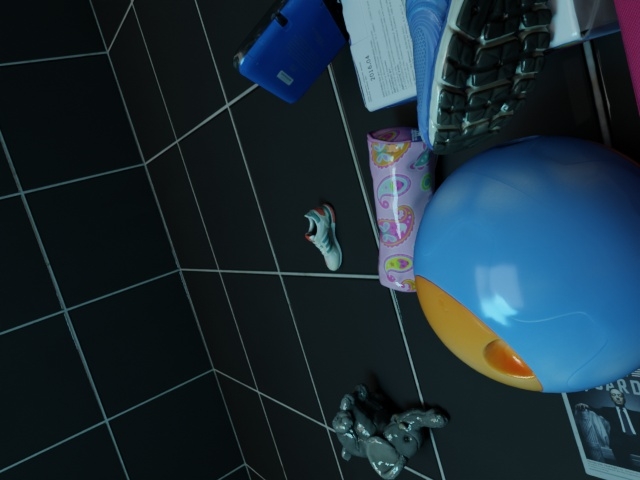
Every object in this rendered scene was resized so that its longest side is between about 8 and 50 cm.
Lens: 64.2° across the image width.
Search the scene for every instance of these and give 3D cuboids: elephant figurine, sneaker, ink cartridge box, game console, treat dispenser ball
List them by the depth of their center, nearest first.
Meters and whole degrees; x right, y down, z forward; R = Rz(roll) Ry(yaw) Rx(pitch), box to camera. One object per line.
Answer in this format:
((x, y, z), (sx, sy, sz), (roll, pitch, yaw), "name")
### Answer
((0.135, -0.252, 0.504), (0.147, 0.129, 0.330), (-143, 48, -57), "sneaker")
((0.251, 0.026, 0.586), (0.288, 0.288, 0.288), (35, 135, 43), "treat dispenser ball")
((0.157, -0.335, 0.651), (0.395, 0.151, 0.270), (-1, 107, 56), "ink cartridge box")
((-0.057, -0.385, 0.806), (0.173, 0.293, 0.250), (44, 103, 6), "game console")
((0.156, 0.438, 1.136), (0.239, 0.169, 0.186), (17, 153, 35), "elephant figurine")
((0.000, 0.000, 1.174), (0.057, 0.075, 0.161), (18, 122, 53), "sneaker")

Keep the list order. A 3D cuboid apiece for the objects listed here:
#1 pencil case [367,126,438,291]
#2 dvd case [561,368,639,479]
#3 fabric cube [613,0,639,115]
((0.148, -0.057, 0.871), (0.124, 0.124, 0.284), (23, 126, 51), "pencil case")
((0.420, 0.228, 0.696), (0.179, 0.029, 0.239), (-12, 98, 59), "dvd case")
((0.384, -0.095, 0.306), (0.259, 0.254, 0.258), (-17, 86, 60), "fabric cube")
